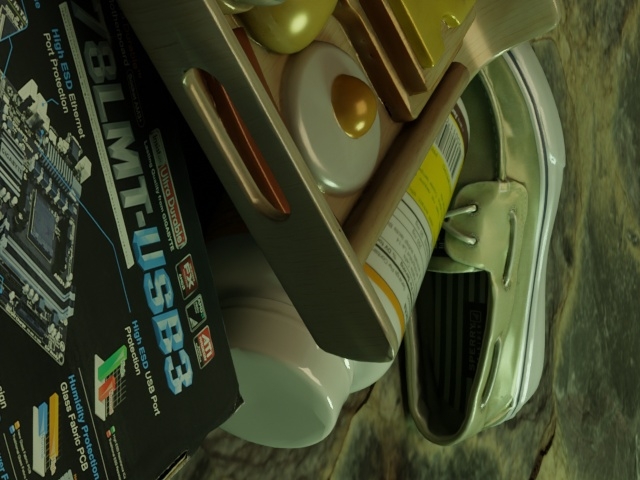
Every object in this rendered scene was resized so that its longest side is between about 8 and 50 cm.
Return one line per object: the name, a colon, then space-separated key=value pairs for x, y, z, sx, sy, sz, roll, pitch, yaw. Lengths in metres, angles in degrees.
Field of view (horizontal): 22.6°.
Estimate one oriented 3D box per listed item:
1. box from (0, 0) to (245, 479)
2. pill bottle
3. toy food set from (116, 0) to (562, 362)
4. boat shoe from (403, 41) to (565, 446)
box: x=-0.150 y=0.002 z=0.602 sx=0.293 sy=0.073 sz=0.295 roll=-46 pitch=129 yaw=-56
pill bottle: x=0.000 y=0.000 z=0.852 sx=0.117 sy=0.117 sz=0.215 roll=65 pitch=36 yaw=-41
toy food set: x=0.025 y=-0.121 z=0.733 sx=0.219 sy=0.092 sz=0.306 roll=60 pitch=36 yaw=-23
boat shoe: x=0.102 y=-0.004 z=1.074 sx=0.094 sy=0.109 sz=0.302 roll=-36 pitch=124 yaw=-56
